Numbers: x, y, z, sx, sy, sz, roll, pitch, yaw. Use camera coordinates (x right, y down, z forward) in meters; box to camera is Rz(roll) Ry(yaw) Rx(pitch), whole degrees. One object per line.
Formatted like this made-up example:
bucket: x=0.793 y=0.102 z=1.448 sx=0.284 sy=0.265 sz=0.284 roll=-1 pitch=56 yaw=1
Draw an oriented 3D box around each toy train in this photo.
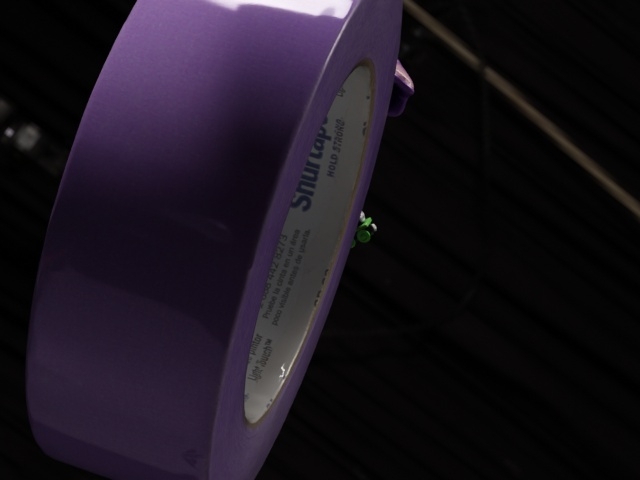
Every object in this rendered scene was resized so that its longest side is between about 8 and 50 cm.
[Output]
toy train: x=0.000 y=0.000 z=1.020 sx=0.083 sy=0.024 sz=0.017 roll=-22 pitch=15 yaw=26

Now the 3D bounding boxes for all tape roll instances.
tape roll: x=-0.043 y=-0.010 z=0.724 sx=0.275 sy=0.090 sz=0.275 roll=17 pitch=-90 yaw=-82

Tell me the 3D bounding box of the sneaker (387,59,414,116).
sneaker: x=-0.008 y=-0.117 z=1.262 sx=0.236 sy=0.104 sz=0.095 roll=-30 pitch=-17 yaw=-36
